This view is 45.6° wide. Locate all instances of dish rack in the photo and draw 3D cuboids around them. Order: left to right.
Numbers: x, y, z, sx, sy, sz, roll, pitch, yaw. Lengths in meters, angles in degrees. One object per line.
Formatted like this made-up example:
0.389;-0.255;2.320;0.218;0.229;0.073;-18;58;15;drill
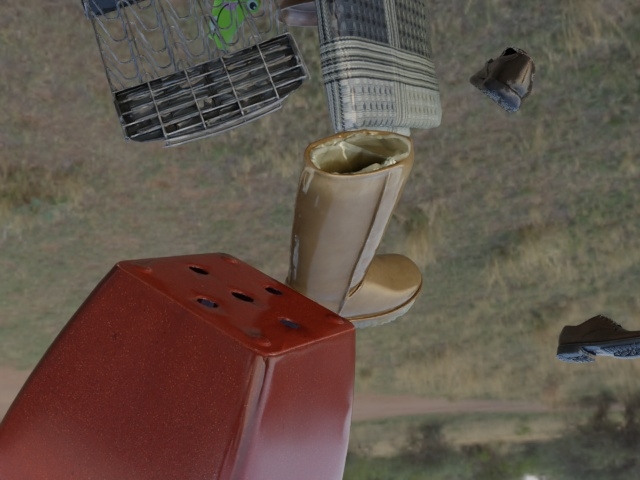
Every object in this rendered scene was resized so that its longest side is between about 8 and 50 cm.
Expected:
-0.132;-0.213;0.775;0.208;0.272;0.074;-20;155;-3;dish rack

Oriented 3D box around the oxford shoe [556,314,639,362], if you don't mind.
0.591;0.191;1.554;0.227;0.096;0.082;-10;147;40;oxford shoe

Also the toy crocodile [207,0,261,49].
-0.075;-0.405;0.965;0.105;0.115;0.341;16;119;-10;toy crocodile

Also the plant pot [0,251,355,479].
-0.114;0.155;0.742;0.267;0.236;0.267;27;-166;24;plant pot

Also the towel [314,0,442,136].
0.063;-0.279;0.905;0.056;0.313;0.324;-6;-176;26;towel

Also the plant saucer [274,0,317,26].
0.011;-0.364;1.179;0.168;0.029;0.168;-4;-177;0;plant saucer

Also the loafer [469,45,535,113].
0.271;-0.231;1.081;0.080;0.078;0.220;36;-165;-6;loafer

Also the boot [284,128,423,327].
0.060;-0.007;0.881;0.236;0.089;0.270;-21;143;-34;boot
